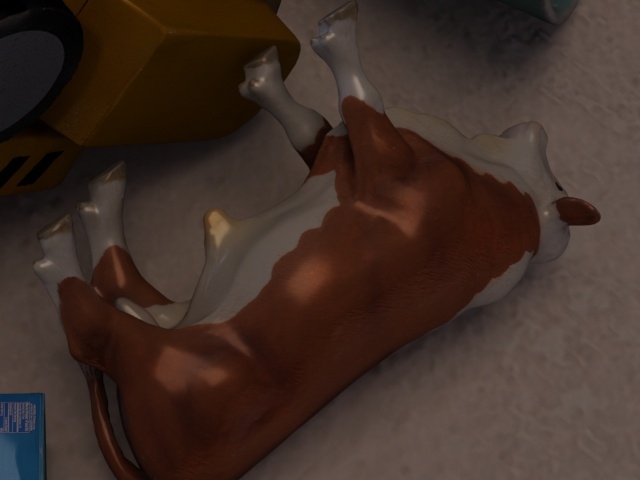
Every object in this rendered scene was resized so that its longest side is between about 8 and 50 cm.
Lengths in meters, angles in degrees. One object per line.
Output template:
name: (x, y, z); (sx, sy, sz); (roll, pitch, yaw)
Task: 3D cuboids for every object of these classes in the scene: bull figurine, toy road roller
bull figurine: (0.000, 0.000, 0.806); (0.310, 0.101, 0.188); (-39, 103, -19)
toy road roller: (-0.197, -0.099, 0.828); (0.202, 0.240, 0.329); (49, 28, 17)

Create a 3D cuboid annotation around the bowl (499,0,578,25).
bowl: (0.084, -0.291, 0.913); (0.163, 0.311, 0.311); (10, 59, 17)

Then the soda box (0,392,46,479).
soda box: (-0.162, 0.180, 0.725); (0.067, 0.071, 0.210); (1, 62, -9)
